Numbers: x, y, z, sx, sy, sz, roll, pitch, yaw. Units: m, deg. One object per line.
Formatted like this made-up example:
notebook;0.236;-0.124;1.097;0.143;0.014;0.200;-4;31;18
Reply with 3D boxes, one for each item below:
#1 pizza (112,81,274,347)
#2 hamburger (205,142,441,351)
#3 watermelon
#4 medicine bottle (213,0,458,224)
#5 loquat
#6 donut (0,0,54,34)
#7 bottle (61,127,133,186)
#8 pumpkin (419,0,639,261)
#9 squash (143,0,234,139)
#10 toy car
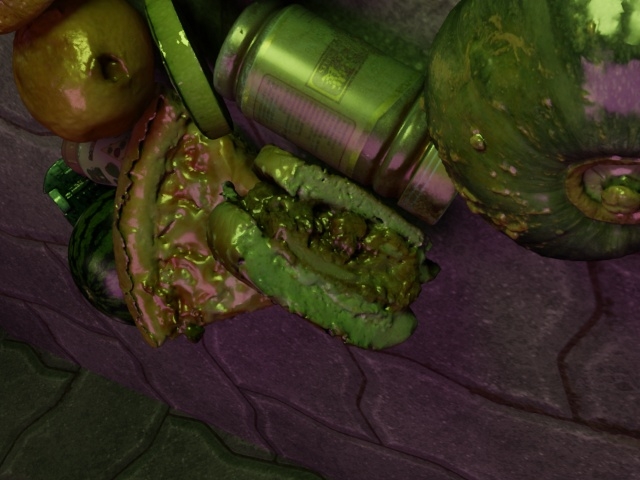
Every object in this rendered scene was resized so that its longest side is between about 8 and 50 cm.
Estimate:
pizza;-0.202;0.011;1.191;0.435;0.080;0.392;40;104;-8
hamburger;0.000;0.000;1.010;0.318;0.195;0.277;30;-178;-20
watermelon;-0.338;0.027;1.383;0.285;0.285;0.285;24;148;16
medicine bottle;0.040;-0.163;0.874;0.322;0.151;0.151;31;150;4
loquat;-0.344;-0.256;1.038;0.238;0.193;0.238;40;137;51
donut;-0.393;-0.374;0.928;0.227;0.226;0.114;0;147;43
bottle;-0.371;-0.157;1.302;0.253;0.120;0.120;11;143;32
pumpkin;0.238;-0.134;0.626;0.291;0.257;0.328;32;145;-22
squash;-0.170;-0.240;0.952;0.041;0.219;0.219;-22;132;4
toy car;-0.465;-0.063;1.517;0.125;0.136;0.306;29;156;53
